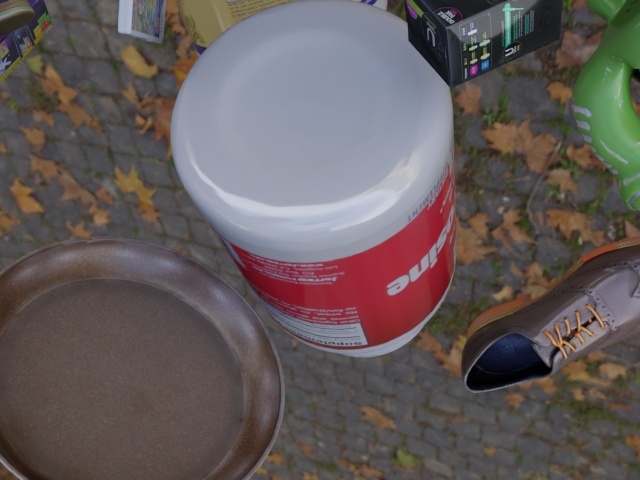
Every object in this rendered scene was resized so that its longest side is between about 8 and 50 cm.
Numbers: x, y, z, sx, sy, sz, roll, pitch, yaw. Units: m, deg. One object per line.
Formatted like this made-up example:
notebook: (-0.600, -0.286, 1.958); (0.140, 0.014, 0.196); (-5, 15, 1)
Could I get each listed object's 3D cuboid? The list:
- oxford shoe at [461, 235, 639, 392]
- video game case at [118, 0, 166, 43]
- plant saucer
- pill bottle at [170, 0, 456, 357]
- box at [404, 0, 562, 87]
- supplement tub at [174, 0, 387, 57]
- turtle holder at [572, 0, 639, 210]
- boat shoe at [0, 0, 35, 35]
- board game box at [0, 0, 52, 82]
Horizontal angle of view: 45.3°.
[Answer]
oxford shoe: (0.347, 0.115, 1.033); (0.364, 0.133, 0.130); (-37, 95, 33)
video game case: (-0.141, -0.207, 0.618); (0.011, 0.122, 0.087); (6, 101, -1)
plant saucer: (-0.186, 0.129, 0.749); (0.310, 0.310, 0.050); (32, 129, -2)
pill bottle: (0.021, -0.022, 0.769); (0.229, 0.229, 0.407); (17, 159, 18)
box: (0.104, -0.149, 0.496); (0.052, 0.083, 0.062); (72, 172, -52)
supplement tub: (-0.077, -0.371, 0.834); (0.241, 0.241, 0.331); (3, 131, 31)
turtle holder: (0.352, -0.186, 0.615); (0.227, 0.320, 0.243); (35, 169, 1)
boat shoe: (-0.348, -0.222, 0.759); (0.135, 0.050, 0.045); (-12, 96, 13)
board game box: (-0.412, -0.226, 0.864); (0.141, 0.170, 0.048); (17, 146, 13)
